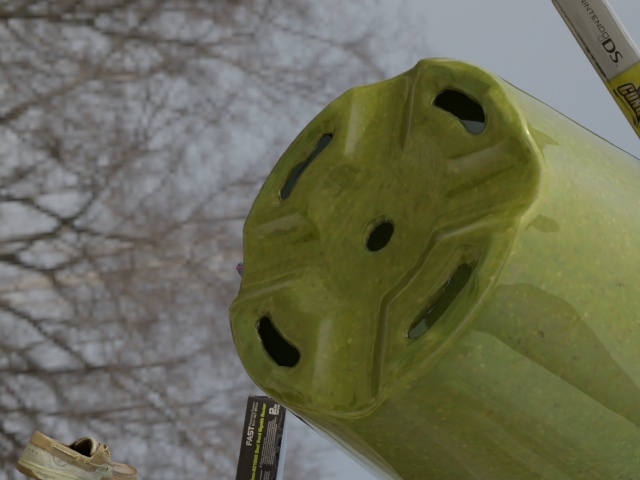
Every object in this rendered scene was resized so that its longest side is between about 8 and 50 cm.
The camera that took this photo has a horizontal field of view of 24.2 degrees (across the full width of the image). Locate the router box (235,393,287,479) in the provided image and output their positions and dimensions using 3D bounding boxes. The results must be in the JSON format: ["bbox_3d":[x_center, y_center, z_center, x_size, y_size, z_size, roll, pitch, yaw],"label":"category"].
[{"bbox_3d":[-0.055,0.215,1.361,0.092,0.038,0.122,91,5,-58],"label":"router box"}]

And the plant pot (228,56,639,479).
[{"bbox_3d":[0.103,0.045,0.752,0.276,0.254,0.276,-27,-133,32],"label":"plant pot"}]

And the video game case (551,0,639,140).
[{"bbox_3d":[0.259,-0.099,1.169,0.248,0.035,0.275,57,13,-2],"label":"video game case"}]

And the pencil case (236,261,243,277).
[{"bbox_3d":[0.000,0.000,1.355,0.064,0.152,0.070,48,-8,7],"label":"pencil case"}]

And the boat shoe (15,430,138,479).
[{"bbox_3d":[-0.217,0.205,1.382,0.050,0.135,0.045,18,-91,41],"label":"boat shoe"}]
